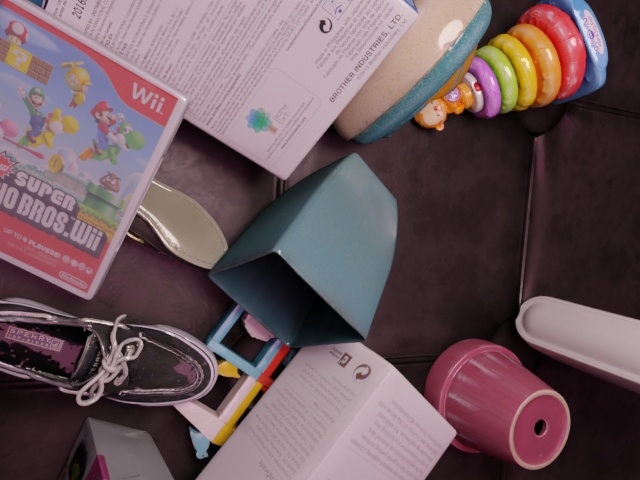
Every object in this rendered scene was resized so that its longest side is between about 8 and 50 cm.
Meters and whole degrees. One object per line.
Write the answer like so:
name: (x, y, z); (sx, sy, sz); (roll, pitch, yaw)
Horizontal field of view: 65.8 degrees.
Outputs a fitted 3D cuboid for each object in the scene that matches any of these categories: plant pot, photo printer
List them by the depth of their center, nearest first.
plant pot: (0.000, 0.000, 0.688); (0.166, 0.165, 0.234); (45, 53, -21)
plant pot: (0.309, 0.287, 0.850); (0.201, 0.180, 0.202); (-2, 95, -22)
photo printer: (0.517, 0.194, 0.858); (0.255, 0.307, 0.107); (25, 86, -26)

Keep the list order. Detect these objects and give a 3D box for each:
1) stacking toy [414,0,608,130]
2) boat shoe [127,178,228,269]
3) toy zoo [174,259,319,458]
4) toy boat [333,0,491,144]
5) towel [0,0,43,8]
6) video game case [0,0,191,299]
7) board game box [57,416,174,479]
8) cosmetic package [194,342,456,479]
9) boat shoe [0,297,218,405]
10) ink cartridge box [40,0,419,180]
stacking toy: (0.292, -0.269, 0.827); (0.301, 0.166, 0.175); (-25, 95, -4)
boat shoe: (-0.226, -0.034, 0.659); (0.227, 0.068, 0.081); (41, 50, -22)
toy zoo: (-0.094, 0.199, 0.753); (0.192, 0.030, 0.293); (40, 80, -21)
toy boat: (0.151, -0.276, 0.722); (0.148, 0.267, 0.318); (38, 48, -15)
towel: (-0.501, -0.304, 0.534); (0.271, 0.040, 0.370); (-48, 109, -12)
video game case: (-0.300, -0.089, 0.562); (0.204, 0.025, 0.285); (29, 108, -11)
board game box: (-0.285, 0.393, 0.566); (0.097, 0.224, 0.304); (27, 76, -25)
cosmetic package: (-0.034, 0.371, 0.696); (0.453, 0.161, 0.230); (-49, 127, -12)
boat shoe: (-0.274, 0.144, 0.617); (0.306, 0.105, 0.113); (25, 83, -17)
ink cartridge box: (-0.125, -0.292, 0.566); (0.395, 0.151, 0.270); (29, 123, -24)
